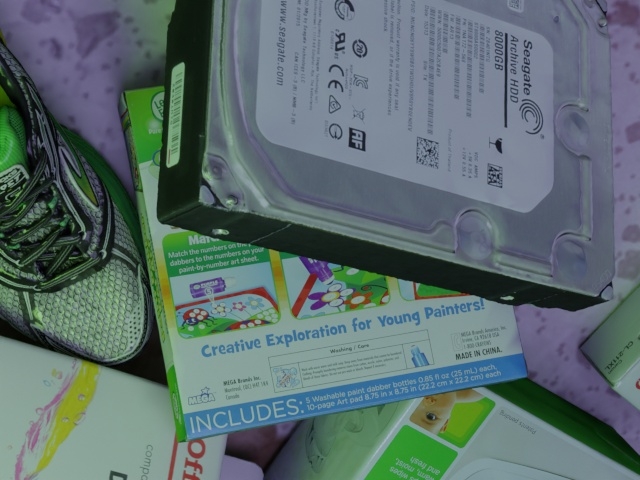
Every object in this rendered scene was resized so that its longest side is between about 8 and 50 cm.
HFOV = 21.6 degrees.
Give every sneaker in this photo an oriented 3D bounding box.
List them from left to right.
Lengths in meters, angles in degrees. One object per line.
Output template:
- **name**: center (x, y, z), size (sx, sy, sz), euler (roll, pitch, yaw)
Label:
- **sneaker**: center (-0.218, -0.035, 1.115), size (0.134, 0.146, 0.343), euler (-33, 121, 0)

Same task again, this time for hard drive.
- **hard drive**: center (0.056, -0.094, 1.116), size (0.339, 0.064, 0.237), euler (15, 69, -33)

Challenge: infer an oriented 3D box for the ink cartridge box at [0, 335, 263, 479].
- **ink cartridge box**: center (-0.190, 0.193, 1.174), size (0.353, 0.119, 0.207), euler (18, 63, -21)

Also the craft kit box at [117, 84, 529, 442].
- **craft kit box**: center (0.000, 0.000, 1.180), size (0.250, 0.061, 0.247), euler (-8, 84, -13)

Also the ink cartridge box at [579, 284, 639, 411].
- **ink cartridge box**: center (0.321, 0.104, 1.382), size (0.175, 0.072, 0.127), euler (39, 98, -27)

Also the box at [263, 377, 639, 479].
- **box**: center (0.104, 0.214, 1.338), size (0.262, 0.127, 0.231), euler (31, 99, -27)
